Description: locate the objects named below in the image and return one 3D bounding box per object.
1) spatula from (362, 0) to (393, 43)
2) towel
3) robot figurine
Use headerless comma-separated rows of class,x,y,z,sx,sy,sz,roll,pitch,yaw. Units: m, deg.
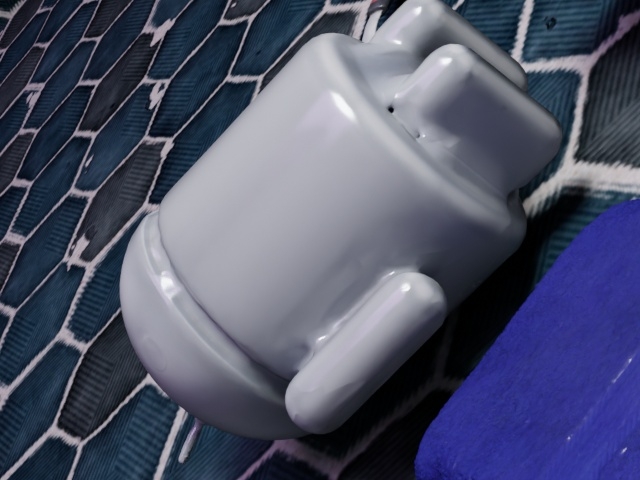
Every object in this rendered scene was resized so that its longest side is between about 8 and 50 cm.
spatula,0.052,-0.191,1.368,0.084,0.030,0.296,-22,40,48
towel,0.183,0.074,0.720,0.227,0.076,0.308,-50,15,-12
robot figurine,0.000,0.000,1.012,0.353,0.200,0.300,-45,30,19
